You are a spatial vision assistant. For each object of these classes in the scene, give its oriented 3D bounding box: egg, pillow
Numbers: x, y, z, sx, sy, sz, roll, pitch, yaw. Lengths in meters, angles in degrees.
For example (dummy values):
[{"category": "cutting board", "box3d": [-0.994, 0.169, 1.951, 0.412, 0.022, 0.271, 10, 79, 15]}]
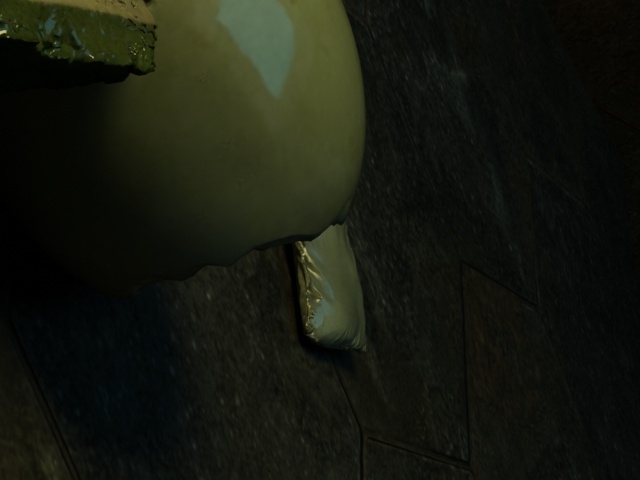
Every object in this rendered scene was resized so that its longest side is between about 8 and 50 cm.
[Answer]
[{"category": "egg", "box3d": [-0.121, -0.131, 1.352, 0.336, 0.278, 0.278, 67, 19, -9]}, {"category": "pillow", "box3d": [0.000, 0.000, 1.915, 0.128, 0.051, 0.229, 27, 49, -60]}]

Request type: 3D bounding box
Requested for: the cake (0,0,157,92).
[{"category": "cake", "box3d": [-0.209, -0.168, 1.084, 0.284, 0.172, 0.158, -7, 74, -26]}]
